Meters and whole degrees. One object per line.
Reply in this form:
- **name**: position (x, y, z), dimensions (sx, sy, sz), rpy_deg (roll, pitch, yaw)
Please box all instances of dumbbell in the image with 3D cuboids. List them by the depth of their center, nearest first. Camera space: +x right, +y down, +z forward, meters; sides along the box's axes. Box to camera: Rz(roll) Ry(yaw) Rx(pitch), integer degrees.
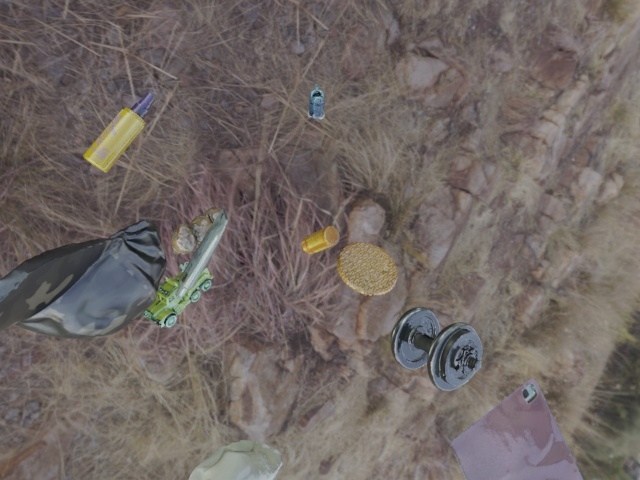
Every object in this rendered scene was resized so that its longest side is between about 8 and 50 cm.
- **dumbbell**: position (0.317, 0.296, 1.167), dimensions (0.192, 0.290, 0.191), rpy_deg (-7, 102, -32)

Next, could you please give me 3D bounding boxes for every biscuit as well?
- **biscuit**: position (0.180, 0.107, 1.624), dimensions (0.254, 0.254, 0.035), rpy_deg (-21, 152, -32)

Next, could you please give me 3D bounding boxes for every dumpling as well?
- **dumpling**: position (-0.202, 0.539, 0.963), dimensions (0.216, 0.167, 0.126), rpy_deg (-43, 139, -24)

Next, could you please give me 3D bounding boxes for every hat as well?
- **hat**: position (-0.465, 0.128, 0.741), dimensions (0.367, 0.381, 0.257), rpy_deg (-26, 116, 11)

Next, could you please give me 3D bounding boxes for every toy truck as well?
- **toy truck**: position (-0.522, 0.176, 1.503), dimensions (0.259, 0.129, 0.135), rpy_deg (-52, 151, -30)

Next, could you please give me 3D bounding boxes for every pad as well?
- **pad**: position (0.189, 0.230, 0.359), dimensions (0.113, 0.006, 0.187), rpy_deg (-23, 85, -26)

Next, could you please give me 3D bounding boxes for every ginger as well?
- **ginger**: position (-0.372, -0.034, 1.297), dimensions (0.204, 0.080, 0.104), rpy_deg (-42, 149, -46)

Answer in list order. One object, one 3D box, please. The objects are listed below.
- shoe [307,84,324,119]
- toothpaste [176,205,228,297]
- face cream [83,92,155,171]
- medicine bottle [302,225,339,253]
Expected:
- **shoe**: position (-0.013, -0.503, 1.545), dimensions (0.064, 0.142, 0.071), rpy_deg (5, 148, -4)
- **toothpaste**: position (-0.270, 0.035, 0.953), dimensions (0.037, 0.067, 0.255), rpy_deg (20, 117, -30)
- **face cream**: position (-0.592, -0.333, 1.263), dimensions (0.273, 0.078, 0.078), rpy_deg (-56, 137, -11)
- **medicine bottle**: position (0.000, 0.000, 2.039), dimensions (0.097, 0.192, 0.096), rpy_deg (12, 68, -33)
